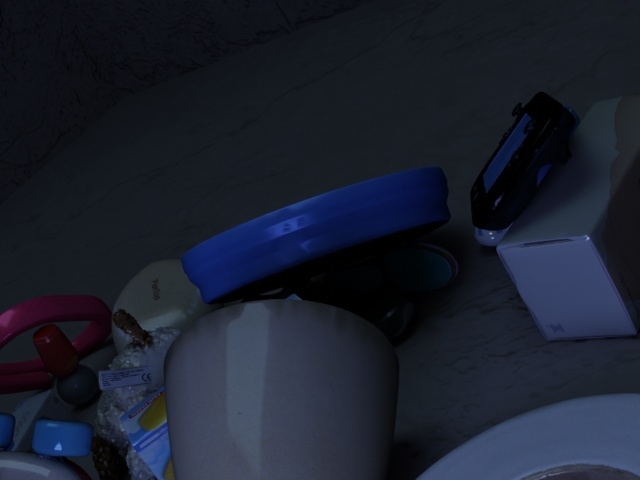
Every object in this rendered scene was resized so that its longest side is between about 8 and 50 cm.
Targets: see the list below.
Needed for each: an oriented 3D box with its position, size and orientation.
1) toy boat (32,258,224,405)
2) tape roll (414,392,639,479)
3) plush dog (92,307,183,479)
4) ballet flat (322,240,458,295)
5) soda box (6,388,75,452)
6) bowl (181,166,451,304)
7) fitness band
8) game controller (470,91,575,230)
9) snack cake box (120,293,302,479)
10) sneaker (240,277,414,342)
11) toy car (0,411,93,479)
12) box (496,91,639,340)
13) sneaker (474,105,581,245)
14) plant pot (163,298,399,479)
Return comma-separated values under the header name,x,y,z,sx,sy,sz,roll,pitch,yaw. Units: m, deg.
name,x,y,z,sx,sy,sz,roll,pitch,yaw
toy boat,-0.298,0.157,1.704,0.318,0.148,0.267,-22,28,4
tape roll,0.196,0.280,0.856,0.392,0.072,0.392,-27,23,12
plush dog,-0.239,0.215,1.450,0.262,0.210,0.225,-49,1,-41
ballet flat,0.106,0.041,1.497,0.221,0.077,0.079,-16,7,34
soda box,-0.454,0.326,1.601,0.069,0.074,0.216,-23,24,21
bowl,0.000,0.000,1.478,0.391,0.077,0.391,-19,-5,-2
fitness band,-0.476,0.174,1.792,0.209,0.054,0.291,-48,-21,18
game controller,0.239,-0.101,1.287,0.166,0.067,0.319,-48,1,13
snack cake box,-0.088,0.206,1.276,0.264,0.152,0.089,-36,22,-9
sneaker,0.001,0.106,1.438,0.267,0.106,0.101,-15,25,33
toy car,-0.359,0.337,1.361,0.210,0.219,0.238,4,-9,12
box,0.344,-0.036,1.240,0.121,0.148,0.311,-9,33,44
sneaker,0.287,-0.101,1.473,0.240,0.126,0.091,-39,23,-20
plant pot,-0.037,0.244,1.051,0.256,0.256,0.274,-23,44,21
